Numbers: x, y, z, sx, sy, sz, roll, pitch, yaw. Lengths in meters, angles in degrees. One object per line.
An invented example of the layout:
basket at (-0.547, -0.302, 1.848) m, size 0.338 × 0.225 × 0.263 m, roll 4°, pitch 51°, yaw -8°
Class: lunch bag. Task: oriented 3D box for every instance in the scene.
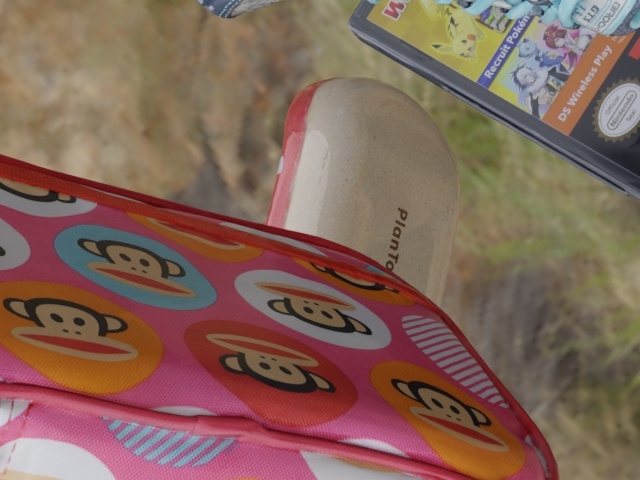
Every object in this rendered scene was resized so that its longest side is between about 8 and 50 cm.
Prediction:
lunch bag at (-0.075, 0.054, 0.763) m, size 0.293 × 0.120 × 0.258 m, roll 15°, pitch -161°, yaw -22°

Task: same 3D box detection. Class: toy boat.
toy boat at (0.000, 0.000, 1.391) m, size 0.151 × 0.231 × 0.151 m, roll -3°, pitch 158°, yaw 45°

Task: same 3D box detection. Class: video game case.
video game case at (0.189, -0.169, 1.074) m, size 0.248 × 0.275 × 0.035 m, roll 33°, pitch 178°, yaw 21°

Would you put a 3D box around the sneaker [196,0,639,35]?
sneaker at (0.084, -0.134, 0.776) m, size 0.122 × 0.283 × 0.110 m, roll 65°, pitch 162°, yaw 3°
